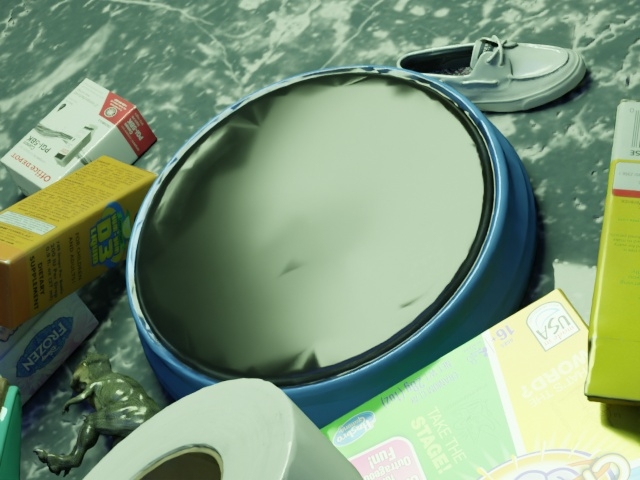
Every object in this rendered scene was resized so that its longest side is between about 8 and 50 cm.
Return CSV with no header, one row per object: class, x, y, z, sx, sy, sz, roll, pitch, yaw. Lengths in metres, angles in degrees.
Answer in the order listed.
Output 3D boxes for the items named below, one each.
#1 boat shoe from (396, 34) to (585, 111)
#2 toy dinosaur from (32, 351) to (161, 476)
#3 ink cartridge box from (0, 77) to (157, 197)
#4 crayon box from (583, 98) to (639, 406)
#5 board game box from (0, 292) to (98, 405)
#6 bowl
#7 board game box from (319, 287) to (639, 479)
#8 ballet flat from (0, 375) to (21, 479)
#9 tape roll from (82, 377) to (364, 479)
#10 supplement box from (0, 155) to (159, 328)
boat shoe,0.162,-0.168,1.617,0.184,0.063,0.066,0,52,29
toy dinosaur,-0.177,0.183,1.493,0.118,0.064,0.268,-46,46,-16
ink cartridge box,-0.259,-0.097,1.787,0.135,0.056,0.099,-46,47,-15
crayon box,0.315,0.029,1.297,0.202,0.081,0.318,5,47,13
board game box,-0.432,0.122,1.681,0.319,0.066,0.318,28,69,41
bowl,0.000,0.000,1.527,0.391,0.077,0.391,-12,52,16
board game box,0.163,0.211,1.284,0.242,0.064,0.316,-31,44,0
ballet flat,-0.305,0.302,1.294,0.139,0.139,0.400,-2,84,27
tape roll,-0.101,0.242,1.254,0.286,0.100,0.286,-33,25,18
supplement box,-0.250,-0.002,1.608,0.080,0.078,0.233,15,31,26
